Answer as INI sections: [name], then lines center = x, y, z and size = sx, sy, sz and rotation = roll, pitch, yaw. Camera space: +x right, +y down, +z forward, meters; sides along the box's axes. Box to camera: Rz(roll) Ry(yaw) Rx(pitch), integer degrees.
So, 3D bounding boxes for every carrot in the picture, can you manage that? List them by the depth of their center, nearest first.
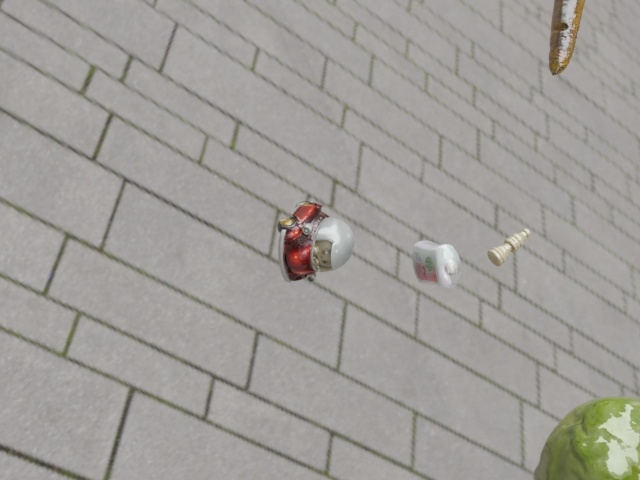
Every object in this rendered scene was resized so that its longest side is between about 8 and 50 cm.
[carrot]
center = 0.487, -0.448, 1.751
size = 0.066, 0.066, 0.314
rotation = 28, 66, -27

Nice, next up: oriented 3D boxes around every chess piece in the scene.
[chess piece]
center = 0.353, 0.008, 1.654
size = 0.092, 0.035, 0.035
rotation = -35, 88, -17

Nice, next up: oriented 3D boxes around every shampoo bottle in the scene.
[shampoo bottle]
center = 0.185, 0.039, 1.417
size = 0.043, 0.099, 0.072
rotation = -11, 98, -19

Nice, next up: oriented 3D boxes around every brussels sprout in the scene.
[brussels sprout]
center = 0.486, 0.403, 1.446
size = 0.273, 0.242, 0.317
rotation = 0, 101, -33

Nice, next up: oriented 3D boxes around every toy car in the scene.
[toy car]
center = 0.000, 0.000, 1.425
size = 0.139, 0.112, 0.112
rotation = -59, 150, -50
